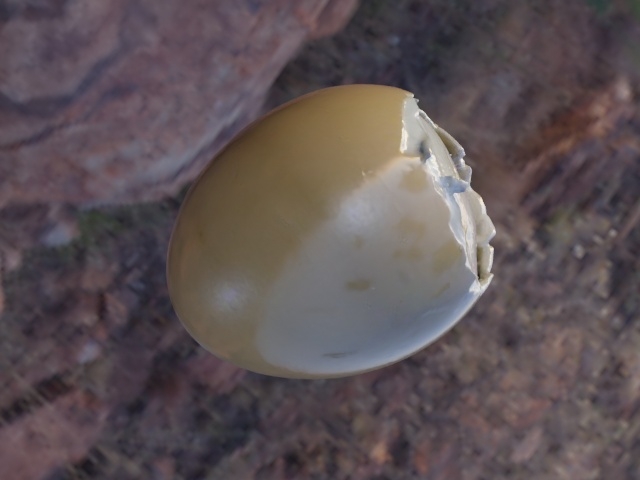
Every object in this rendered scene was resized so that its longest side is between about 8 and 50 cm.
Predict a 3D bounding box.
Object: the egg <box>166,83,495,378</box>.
[{"bbox_3d":[0.000,0.000,0.432,0.096,0.080,0.080,-20,158,14],"label":"egg"}]
